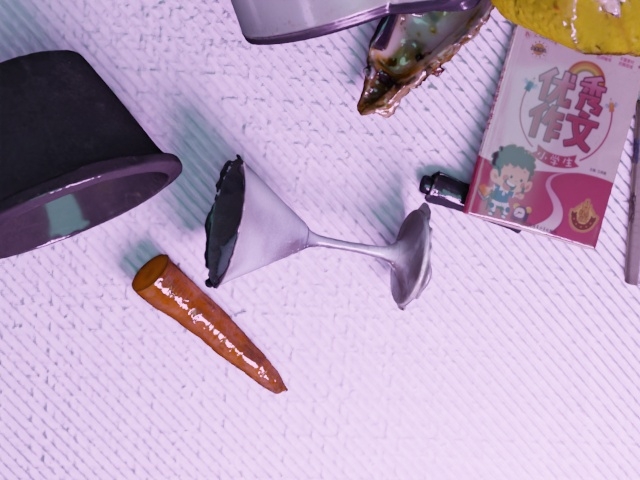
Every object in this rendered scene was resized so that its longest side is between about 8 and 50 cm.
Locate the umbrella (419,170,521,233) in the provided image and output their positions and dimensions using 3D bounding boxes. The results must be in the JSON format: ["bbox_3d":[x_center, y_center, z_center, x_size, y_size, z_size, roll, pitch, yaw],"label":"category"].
[{"bbox_3d":[0.176,-0.045,1.908,0.133,0.031,0.036,19,64,-13],"label":"umbrella"}]

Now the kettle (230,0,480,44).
[{"bbox_3d":[0.010,-0.401,1.646,0.250,0.361,0.376,-31,112,-39],"label":"kettle"}]

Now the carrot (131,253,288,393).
[{"bbox_3d":[-0.115,0.106,1.887,0.057,0.057,0.224,-45,109,3],"label":"carrot"}]

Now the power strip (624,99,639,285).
[{"bbox_3d":[0.404,-0.038,1.943,0.092,0.034,0.268,-1,103,-9],"label":"power strip"}]

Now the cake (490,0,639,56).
[{"bbox_3d":[0.316,-0.296,1.775,0.260,0.156,0.179,-6,120,-42],"label":"cake"}]

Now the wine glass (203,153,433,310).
[{"bbox_3d":[0.000,0.000,1.835,0.232,0.156,0.156,10,101,-16],"label":"wine glass"}]

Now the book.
[{"bbox_3d":[0.267,-0.120,1.893,0.162,0.022,0.231,16,92,-13],"label":"book"}]

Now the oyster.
[{"bbox_3d":[0.136,-0.284,1.831,0.129,0.078,0.345,30,98,5],"label":"oyster"}]

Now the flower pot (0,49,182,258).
[{"bbox_3d":[-0.295,-0.093,1.732,0.269,0.269,0.166,-24,85,-3],"label":"flower pot"}]
